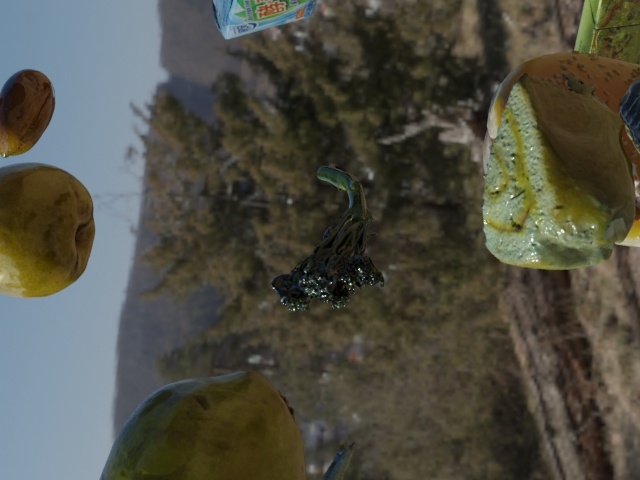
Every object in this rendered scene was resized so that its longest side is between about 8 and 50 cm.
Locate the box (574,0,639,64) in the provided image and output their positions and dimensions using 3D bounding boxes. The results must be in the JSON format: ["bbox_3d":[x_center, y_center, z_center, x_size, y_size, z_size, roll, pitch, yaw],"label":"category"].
[{"bbox_3d":[0.478,-0.282,1.755,0.043,0.173,0.311,50,142,48],"label":"box"}]

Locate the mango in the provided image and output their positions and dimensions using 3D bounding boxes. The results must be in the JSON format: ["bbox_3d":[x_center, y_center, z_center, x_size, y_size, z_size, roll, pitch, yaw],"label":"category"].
[{"bbox_3d":[-0.338,-0.145,1.250,0.077,0.063,0.127,-55,24,40],"label":"mango"}]

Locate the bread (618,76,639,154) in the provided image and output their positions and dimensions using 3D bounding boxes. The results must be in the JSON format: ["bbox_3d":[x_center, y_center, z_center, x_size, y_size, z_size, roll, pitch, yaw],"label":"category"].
[{"bbox_3d":[0.289,-0.103,0.933,0.110,0.060,0.066,-83,-16,-63],"label":"bread"}]

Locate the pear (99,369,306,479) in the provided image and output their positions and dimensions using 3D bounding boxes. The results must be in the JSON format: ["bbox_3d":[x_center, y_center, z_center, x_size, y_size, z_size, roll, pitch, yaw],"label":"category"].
[{"bbox_3d":[-0.154,0.311,1.375,0.321,0.269,0.269,-52,0,-7],"label":"pear"}]

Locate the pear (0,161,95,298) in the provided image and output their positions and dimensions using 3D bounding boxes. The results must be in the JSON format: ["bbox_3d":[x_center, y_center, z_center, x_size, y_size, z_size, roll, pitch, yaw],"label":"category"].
[{"bbox_3d":[-0.448,-0.016,1.650,0.209,0.209,0.208,-173,90,-86],"label":"pear"}]

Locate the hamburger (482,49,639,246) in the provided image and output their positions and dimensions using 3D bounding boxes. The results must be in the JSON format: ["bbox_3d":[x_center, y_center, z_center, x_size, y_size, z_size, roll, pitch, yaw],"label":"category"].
[{"bbox_3d":[0.333,-0.105,1.268,0.151,0.295,0.227,114,160,-71],"label":"hamburger"}]

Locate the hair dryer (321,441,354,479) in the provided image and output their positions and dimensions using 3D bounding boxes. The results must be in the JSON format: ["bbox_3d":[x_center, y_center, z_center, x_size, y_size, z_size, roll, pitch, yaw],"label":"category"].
[{"bbox_3d":[-0.086,0.311,1.003,0.092,0.229,0.267,8,91,60],"label":"hair dryer"}]

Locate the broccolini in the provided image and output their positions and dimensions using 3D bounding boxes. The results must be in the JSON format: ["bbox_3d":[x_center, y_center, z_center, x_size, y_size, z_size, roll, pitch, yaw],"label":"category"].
[{"bbox_3d":[0.001,-0.005,1.221,0.271,0.123,0.062,-96,-13,-59],"label":"broccolini"}]

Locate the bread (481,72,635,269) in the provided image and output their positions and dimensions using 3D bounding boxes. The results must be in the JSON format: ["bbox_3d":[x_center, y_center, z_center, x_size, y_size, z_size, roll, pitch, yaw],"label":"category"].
[{"bbox_3d":[0.192,-0.044,0.855,0.110,0.103,0.156,-128,40,-62],"label":"bread"}]

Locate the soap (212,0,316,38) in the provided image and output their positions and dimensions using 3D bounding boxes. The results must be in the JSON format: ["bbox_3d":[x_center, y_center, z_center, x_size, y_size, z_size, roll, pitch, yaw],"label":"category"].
[{"bbox_3d":[-0.070,-0.374,1.542,0.293,0.156,0.077,125,127,-76],"label":"soap"}]
